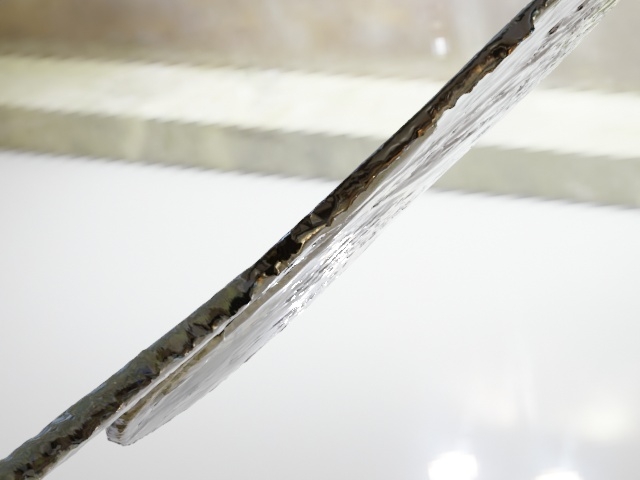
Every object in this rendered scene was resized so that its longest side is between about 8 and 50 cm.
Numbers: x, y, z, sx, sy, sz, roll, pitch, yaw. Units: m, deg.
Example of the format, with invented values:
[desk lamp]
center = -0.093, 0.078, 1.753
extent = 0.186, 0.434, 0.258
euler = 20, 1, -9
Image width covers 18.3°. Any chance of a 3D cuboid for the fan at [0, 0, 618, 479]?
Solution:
[fan]
center = 0.025, -0.022, 0.470
extent = 0.223, 0.012, 0.294
euler = -43, 177, 3
